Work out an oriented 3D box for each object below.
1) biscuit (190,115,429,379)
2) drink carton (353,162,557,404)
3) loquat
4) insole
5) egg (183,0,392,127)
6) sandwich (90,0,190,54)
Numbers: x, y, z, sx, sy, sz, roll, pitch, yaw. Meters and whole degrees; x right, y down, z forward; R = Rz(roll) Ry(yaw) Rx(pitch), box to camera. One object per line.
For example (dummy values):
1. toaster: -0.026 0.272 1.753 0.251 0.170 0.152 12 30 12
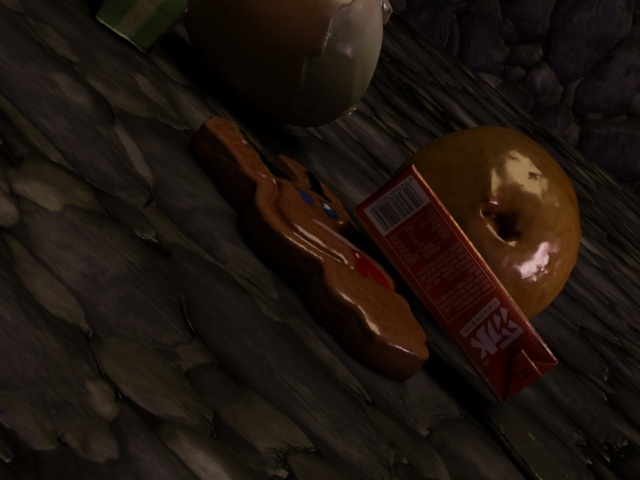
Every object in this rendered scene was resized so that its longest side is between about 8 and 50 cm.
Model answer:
1. biscuit: 0.000 0.000 1.473 0.202 0.047 0.334 30 18 -41
2. drink carton: 0.123 0.040 1.497 0.223 0.071 0.096 53 2 3
3. loquat: 0.163 -0.015 1.661 0.208 0.208 0.208 39 14 -11
4. insole: 0.214 0.225 1.439 0.081 0.011 0.248 24 22 -50
5. egg: -0.040 -0.238 1.779 0.244 0.201 0.201 31 15 -9
6. sandwich: -0.188 -0.255 1.678 0.074 0.074 0.116 36 15 -27
